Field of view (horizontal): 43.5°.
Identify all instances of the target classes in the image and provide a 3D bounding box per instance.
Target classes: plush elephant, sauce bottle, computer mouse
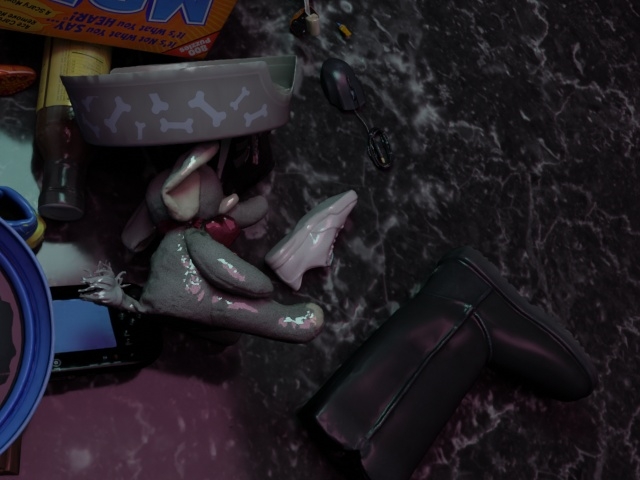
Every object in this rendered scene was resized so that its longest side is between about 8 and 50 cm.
[{"bbox_3d":[-0.176,0.002,1.190,0.330,0.272,0.256,19,72,-29],"label":"plush elephant"},{"bbox_3d":[-0.400,-0.201,1.283,0.111,0.111,0.345,8,69,-20],"label":"sauce bottle"},{"bbox_3d":[0.075,-0.247,1.540,0.071,0.041,0.242,-30,87,-28],"label":"computer mouse"}]

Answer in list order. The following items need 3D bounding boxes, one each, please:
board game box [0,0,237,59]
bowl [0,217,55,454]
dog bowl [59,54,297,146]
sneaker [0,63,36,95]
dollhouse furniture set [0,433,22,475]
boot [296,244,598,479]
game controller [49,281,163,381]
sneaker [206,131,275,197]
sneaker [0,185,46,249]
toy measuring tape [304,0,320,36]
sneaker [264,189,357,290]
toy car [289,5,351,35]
[{"bbox_3d":[-0.310,-0.550,1.224,0.356,0.356,0.356,1,57,-34],"label":"board game box"},{"bbox_3d":[-0.527,0.119,0.971,0.391,0.077,0.391,5,78,-27],"label":"bowl"},{"bbox_3d":[-0.201,-0.211,1.193,0.348,0.348,0.102,-11,106,-25],"label":"dog bowl"},{"bbox_3d":[-0.545,-0.269,1.279,0.175,0.064,0.067,-7,66,-27],"label":"sneaker"},{"bbox_3d":[-0.501,0.252,1.096,0.151,0.144,0.123,0,68,-7],"label":"dollhouse furniture set"},{"bbox_3d":[0.229,0.272,1.371,0.367,0.146,0.445,42,58,6],"label":"boot"},{"bbox_3d":[-0.397,0.135,1.176,0.319,0.067,0.166,-3,36,-25],"label":"game controller"},{"bbox_3d":[-0.137,-0.123,1.379,0.124,0.107,0.283,19,67,-22],"label":"sneaker"},{"bbox_3d":[-0.519,-0.069,1.186,0.240,0.126,0.091,24,66,-14],"label":"sneaker"},{"bbox_3d":[0.020,-0.512,1.531,0.121,0.121,0.330,11,50,-19],"label":"toy measuring tape"},{"bbox_3d":[0.000,0.000,1.418,0.212,0.080,0.094,-44,104,-21],"label":"sneaker"},{"bbox_3d":[-0.005,-0.418,1.575,0.122,0.060,0.040,21,21,-33],"label":"toy car"}]
